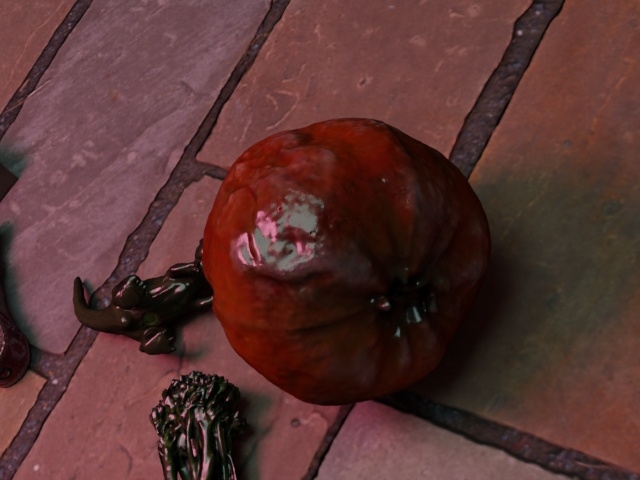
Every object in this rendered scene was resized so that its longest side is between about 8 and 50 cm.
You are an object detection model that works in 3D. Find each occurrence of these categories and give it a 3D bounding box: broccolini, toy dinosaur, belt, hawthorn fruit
[{"bbox_3d":[-0.106,0.213,0.994,0.091,0.068,0.203,-2,65,-4],"label":"broccolini"},{"bbox_3d":[-0.160,0.051,1.155,0.187,0.087,0.179,-27,11,-7],"label":"toy dinosaur"},{"bbox_3d":[-0.377,0.065,1.251,0.071,0.053,0.232,-34,49,9],"label":"belt"},{"bbox_3d":[0.000,0.000,0.953,0.242,0.242,0.271,-47,39,-5],"label":"hawthorn fruit"}]

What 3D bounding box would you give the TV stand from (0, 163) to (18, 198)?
[{"bbox_3d":[-0.489,0.000,1.345,0.088,0.083,0.270,24,75,39],"label":"TV stand"}]
